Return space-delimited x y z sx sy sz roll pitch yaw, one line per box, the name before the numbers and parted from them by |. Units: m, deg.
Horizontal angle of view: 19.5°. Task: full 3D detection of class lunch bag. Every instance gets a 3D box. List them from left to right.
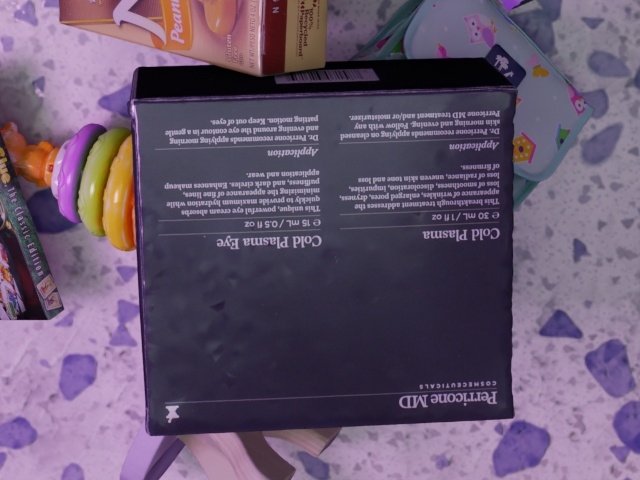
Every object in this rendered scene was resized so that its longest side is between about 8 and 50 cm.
lunch bag | 0.119 -0.115 1.870 0.223 0.160 0.262 44 94 -11

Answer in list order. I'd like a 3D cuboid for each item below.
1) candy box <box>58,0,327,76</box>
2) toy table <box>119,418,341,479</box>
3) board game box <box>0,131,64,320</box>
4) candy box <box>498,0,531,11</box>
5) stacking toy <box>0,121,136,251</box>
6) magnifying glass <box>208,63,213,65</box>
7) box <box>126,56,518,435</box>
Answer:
candy box | -0.126 -0.273 1.763 0.087 0.316 0.183 -12 111 -42
toy table | -0.076 0.184 1.927 0.161 0.252 0.274 34 117 8
board game box | -0.356 -0.040 1.926 0.136 0.030 0.259 0 113 47
candy box | 0.234 -0.338 1.779 0.196 0.070 0.165 -24 119 1
stacking toy | -0.213 -0.059 1.906 0.302 0.166 0.175 14 106 12
magnifying glass | -0.090 -0.212 1.915 0.092 0.026 0.231 -12 107 5
box | 0.000 0.000 1.718 0.343 0.179 0.312 -2 104 -4
